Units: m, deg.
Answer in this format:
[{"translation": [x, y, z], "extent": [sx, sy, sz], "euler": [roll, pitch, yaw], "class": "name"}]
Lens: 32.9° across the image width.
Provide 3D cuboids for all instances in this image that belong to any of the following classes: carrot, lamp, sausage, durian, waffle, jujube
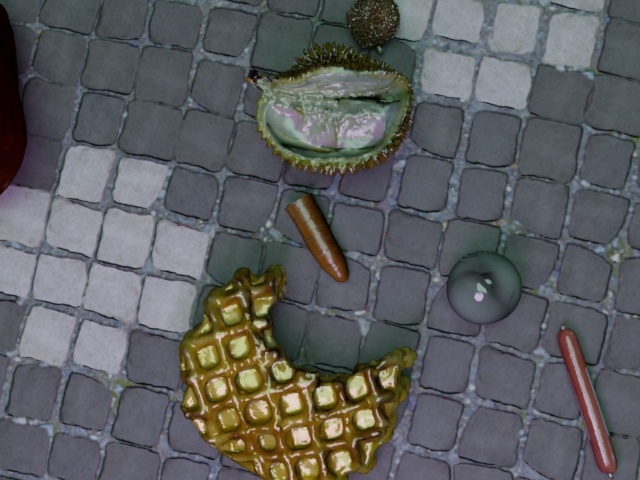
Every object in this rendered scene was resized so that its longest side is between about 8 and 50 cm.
[{"translation": [0.000, 0.000, 1.559], "extent": [0.048, 0.048, 0.139], "euler": [-30, 83, 2], "class": "carrot"}, {"translation": [0.226, 0.066, 1.500], "extent": [0.105, 0.105, 0.105], "euler": [-1, 84, 6], "class": "lamp"}, {"translation": [0.371, 0.223, 1.507], "extent": [0.029, 0.029, 0.223], "euler": [-17, 82, 4], "class": "sausage"}, {"translation": [0.010, -0.182, 1.532], "extent": [0.237, 0.138, 0.193], "euler": [25, 90, 5], "class": "durian"}, {"translation": [-0.045, 0.195, 1.497], "extent": [0.324, 0.151, 0.261], "euler": [33, 85, 9], "class": "waffle"}, {"translation": [0.080, -0.315, 1.574], "extent": [0.080, 0.080, 0.091], "euler": [-19, 99, 4], "class": "durian"}, {"translation": [-0.521, -0.207, 1.546], "extent": [0.223, 0.223, 0.318], "euler": [-4, 76, 5], "class": "jujube"}]
